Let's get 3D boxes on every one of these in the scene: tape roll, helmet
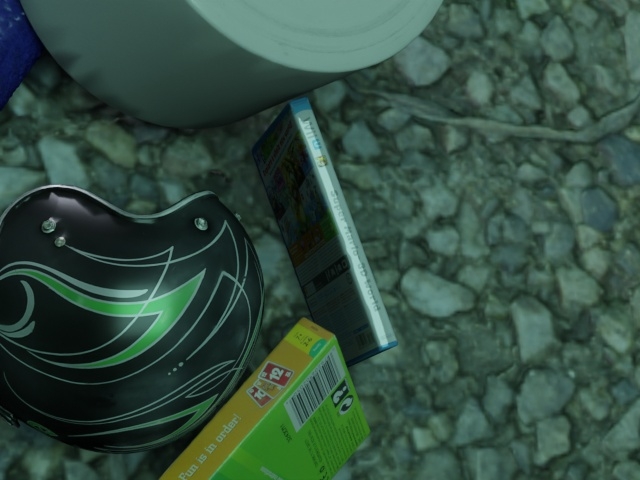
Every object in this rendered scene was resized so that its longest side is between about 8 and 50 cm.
[{"bbox_3d":[-0.056,-0.205,0.956,0.246,0.169,0.246,6,79,-33],"label":"tape roll"},{"bbox_3d":[-0.117,0.046,0.918,0.161,0.169,0.169,12,74,2],"label":"helmet"}]

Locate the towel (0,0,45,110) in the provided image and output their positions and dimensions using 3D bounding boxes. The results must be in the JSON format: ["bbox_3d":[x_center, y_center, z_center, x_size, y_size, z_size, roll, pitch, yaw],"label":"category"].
[{"bbox_3d":[-0.303,-0.137,0.951,0.228,0.076,0.308,34,68,-15],"label":"towel"}]

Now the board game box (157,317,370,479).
[{"bbox_3d":[-0.069,0.177,0.927,0.039,0.124,0.259,27,64,30],"label":"board game box"}]

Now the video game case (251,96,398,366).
[{"bbox_3d":[0.000,0.000,0.986,0.015,0.119,0.166,-18,84,-17],"label":"video game case"}]
